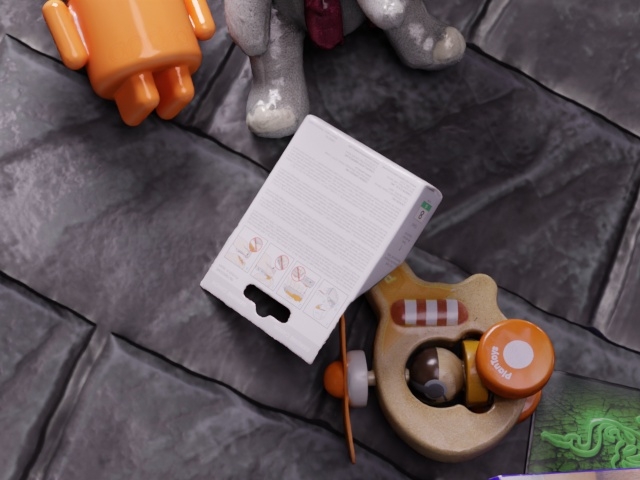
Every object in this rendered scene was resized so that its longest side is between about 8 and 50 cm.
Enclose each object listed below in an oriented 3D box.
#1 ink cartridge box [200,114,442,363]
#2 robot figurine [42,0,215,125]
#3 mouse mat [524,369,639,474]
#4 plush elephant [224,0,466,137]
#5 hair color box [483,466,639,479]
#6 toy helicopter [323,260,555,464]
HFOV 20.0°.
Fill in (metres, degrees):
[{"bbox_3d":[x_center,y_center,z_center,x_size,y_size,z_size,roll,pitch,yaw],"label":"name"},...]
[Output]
[{"bbox_3d":[0.000,0.000,1.946,0.181,0.056,0.225,33,94,34],"label":"ink cartridge box"},{"bbox_3d":[-0.205,-0.238,1.974,0.158,0.128,0.219,-21,81,9],"label":"robot figurine"},{"bbox_3d":[0.323,0.233,2.040,0.189,0.007,0.152,13,72,-12],"label":"mouse mat"},{"bbox_3d":[0.031,-0.305,1.949,0.272,0.255,0.330,-16,91,-15],"label":"plush elephant"},{"bbox_3d":[0.342,0.338,1.959,0.339,0.110,0.185,-2,78,-16],"label":"hair color box"},{"bbox_3d":[0.078,0.084,1.976,0.235,0.140,0.355,-29,73,-11],"label":"toy helicopter"}]
